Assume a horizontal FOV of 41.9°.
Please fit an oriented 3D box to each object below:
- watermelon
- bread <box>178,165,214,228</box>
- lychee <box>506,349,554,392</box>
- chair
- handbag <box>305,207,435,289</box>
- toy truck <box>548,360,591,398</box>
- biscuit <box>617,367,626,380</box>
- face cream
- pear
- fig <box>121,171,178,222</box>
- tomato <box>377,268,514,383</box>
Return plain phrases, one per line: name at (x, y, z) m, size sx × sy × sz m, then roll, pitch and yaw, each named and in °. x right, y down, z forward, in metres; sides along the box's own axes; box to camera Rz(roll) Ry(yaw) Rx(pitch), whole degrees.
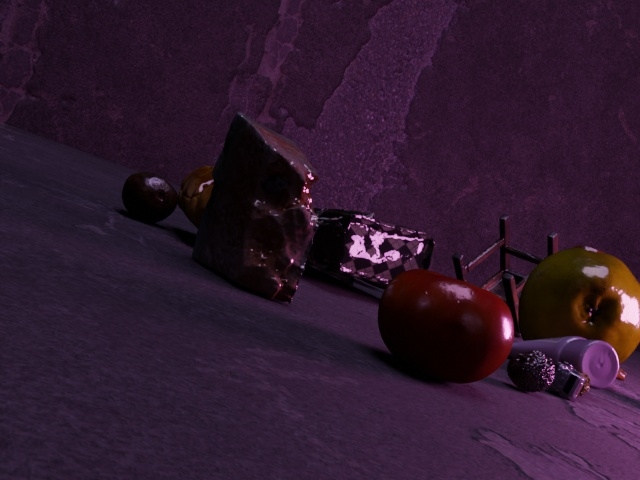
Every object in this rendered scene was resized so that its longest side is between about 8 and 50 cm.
watermelon at (-0.109, -0.062, 1.385) m, size 0.151 × 0.264 × 0.302 m, roll 19°, pitch 7°, yaw -19°
bread at (-0.200, -0.066, 1.704) m, size 0.167 × 0.132 × 0.294 m, roll 45°, pitch -8°, yaw -21°
lychee at (0.334, 0.206, 1.327) m, size 0.083 × 0.068 × 0.067 m, roll 46°, pitch -10°, yaw -20°
chair at (0.533, 0.175, 2.366) m, size 0.203 × 0.416 × 0.240 m, roll 22°, pitch 48°, yaw 38°
handbag at (0.000, 0.000, 1.895) m, size 0.316 × 0.180 × 0.416 m, roll 12°, pitch 2°, yaw -45°
toy truck at (0.436, 0.246, 1.459) m, size 0.062 × 0.052 × 0.123 m, roll 29°, pitch 5°, yaw 24°
biscuit at (0.732, 0.323, 2.244) m, size 0.176 × 0.031 × 0.228 m, roll 16°, pitch 5°, yaw -42°
face cream at (0.464, 0.235, 1.650) m, size 0.154 × 0.096 × 0.274 m, roll 17°, pitch -9°, yaw -17°
pear at (0.597, 0.171, 1.943) m, size 0.287 × 0.288 × 0.375 m, roll 21°, pitch -13°, yaw 6°
fig at (-0.365, -0.092, 1.734) m, size 0.154 × 0.103 × 0.109 m, roll 6°, pitch -47°, yaw 57°
tomato at (0.170, 0.119, 1.152) m, size 0.195 × 0.136 × 0.195 m, roll 20°, pitch 0°, yaw 0°
